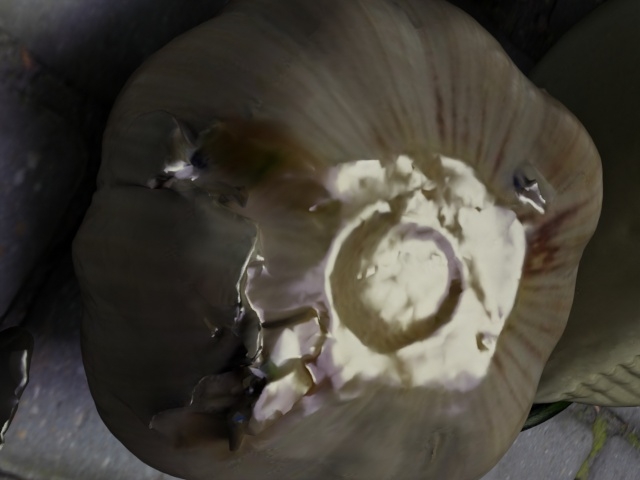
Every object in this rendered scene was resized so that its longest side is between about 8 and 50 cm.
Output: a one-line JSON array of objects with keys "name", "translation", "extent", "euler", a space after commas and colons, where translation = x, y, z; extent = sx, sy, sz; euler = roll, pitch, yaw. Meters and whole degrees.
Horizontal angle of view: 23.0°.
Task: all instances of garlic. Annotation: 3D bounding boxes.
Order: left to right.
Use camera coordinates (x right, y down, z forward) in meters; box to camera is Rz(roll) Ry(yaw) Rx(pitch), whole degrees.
[{"name": "garlic", "translation": [0.010, 0.002, 0.877], "extent": [0.322, 0.241, 0.322], "euler": [-24, 136, -26]}]

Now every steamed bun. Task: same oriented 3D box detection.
[{"name": "steamed bun", "translation": [0.266, -0.058, 1.015], "extent": [0.383, 0.236, 0.247], "euler": [-34, 159, 33]}]

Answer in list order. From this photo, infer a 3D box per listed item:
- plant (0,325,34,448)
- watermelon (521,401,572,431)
[{"name": "plant", "translation": [-0.215, 0.135, 0.694], "extent": [0.199, 0.188, 0.276], "euler": [-29, 138, -44]}, {"name": "watermelon", "translation": [0.162, 0.117, 1.305], "extent": [0.193, 0.145, 0.137], "euler": [-21, 127, -48]}]
